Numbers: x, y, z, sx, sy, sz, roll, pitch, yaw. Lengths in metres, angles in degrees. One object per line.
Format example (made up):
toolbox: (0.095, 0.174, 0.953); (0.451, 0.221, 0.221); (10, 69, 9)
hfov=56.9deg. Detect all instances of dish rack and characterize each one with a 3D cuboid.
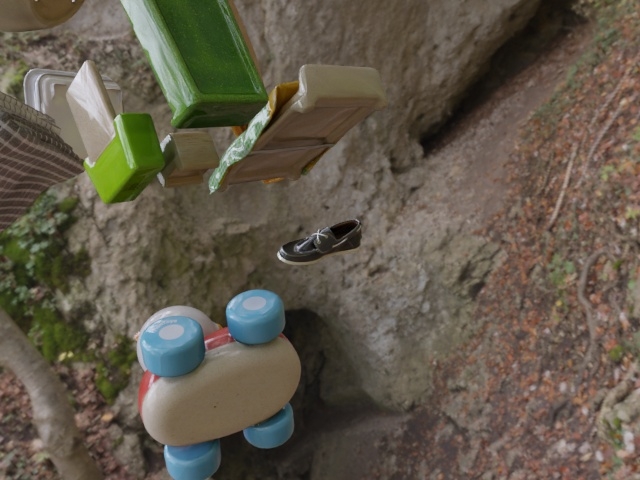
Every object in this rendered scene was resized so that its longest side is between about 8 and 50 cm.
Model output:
dish rack: (-0.695, -0.352, 1.742); (0.072, 0.285, 0.333); (4, 11, 29)

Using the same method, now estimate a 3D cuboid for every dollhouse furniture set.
dollhouse furniture set: (-0.096, -0.163, 0.650); (0.301, 0.151, 0.197); (-15, -14, -47)

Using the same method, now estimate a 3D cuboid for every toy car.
toy car: (-0.164, 0.153, 0.817); (0.210, 0.219, 0.238); (-17, 32, -25)

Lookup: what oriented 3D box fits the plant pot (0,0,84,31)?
plant pot: (-0.458, -0.426, 0.875); (0.284, 0.191, 0.284); (-56, -5, -7)

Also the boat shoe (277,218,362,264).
boat shoe: (0.000, 0.000, 1.442); (0.233, 0.079, 0.084); (-14, 41, -29)

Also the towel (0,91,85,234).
towel: (-0.512, -0.099, 0.905); (0.235, 0.121, 0.283); (-46, 0, -2)

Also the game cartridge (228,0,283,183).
game cartridge: (-0.148, -0.304, 1.067); (0.053, 0.323, 0.285); (-18, -27, 4)
